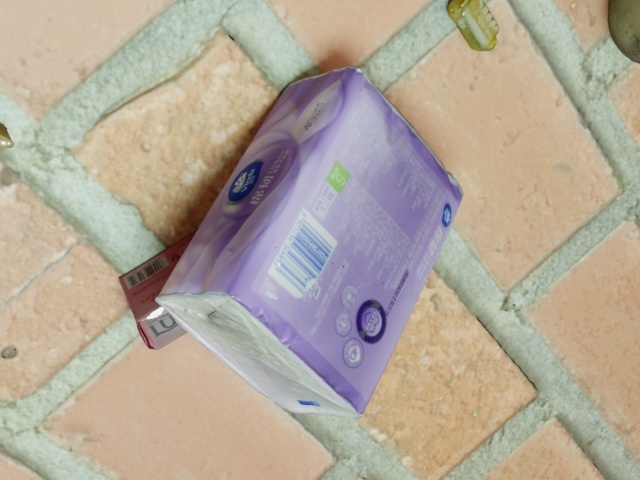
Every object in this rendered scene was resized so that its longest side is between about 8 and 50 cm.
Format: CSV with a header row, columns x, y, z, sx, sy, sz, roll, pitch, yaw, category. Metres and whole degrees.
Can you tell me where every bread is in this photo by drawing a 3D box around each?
x,y,z,sx,sy,sz,roll,pitch,yaw,category
0.191,-0.273,1.340,0.049,0.033,0.088,-53,129,-9,bread

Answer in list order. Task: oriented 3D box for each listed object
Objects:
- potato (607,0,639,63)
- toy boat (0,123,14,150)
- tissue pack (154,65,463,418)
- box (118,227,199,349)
x,y,z,sx,sy,sz,roll,pitch,yaw,category
0.481,-0.331,1.372,0.262,0.165,0.165,-34,124,-9,potato
-0.427,-0.075,1.152,0.200,0.057,0.077,-21,128,-13,toy boat
0.000,0.000,1.238,0.242,0.160,0.338,47,56,-30,tissue pack
-0.161,0.052,1.305,0.156,0.111,0.060,-32,124,-4,box
